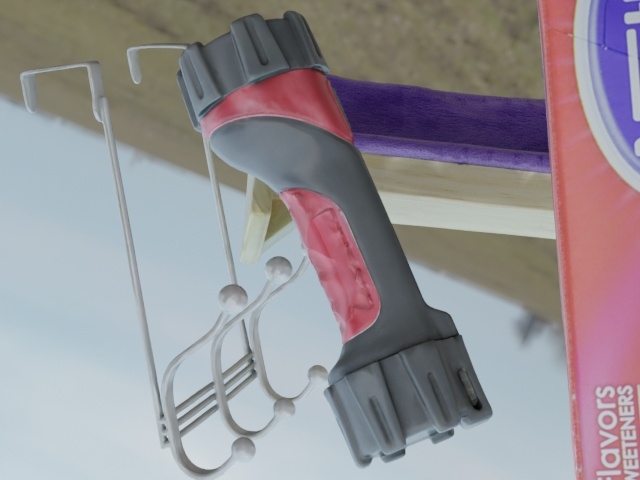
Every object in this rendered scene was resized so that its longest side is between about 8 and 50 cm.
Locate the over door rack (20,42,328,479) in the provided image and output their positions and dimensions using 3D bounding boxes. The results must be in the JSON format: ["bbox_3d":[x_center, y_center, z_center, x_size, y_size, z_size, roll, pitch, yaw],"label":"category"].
[{"bbox_3d":[-0.087,-0.005,1.382,0.108,0.324,0.239,-20,-176,17],"label":"over door rack"}]

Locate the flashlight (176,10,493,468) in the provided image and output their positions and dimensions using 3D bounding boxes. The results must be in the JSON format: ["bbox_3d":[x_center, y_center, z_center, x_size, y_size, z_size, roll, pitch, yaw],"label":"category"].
[{"bbox_3d":[0.000,0.000,1.207,0.103,0.304,0.103,-8,162,-45],"label":"flashlight"}]

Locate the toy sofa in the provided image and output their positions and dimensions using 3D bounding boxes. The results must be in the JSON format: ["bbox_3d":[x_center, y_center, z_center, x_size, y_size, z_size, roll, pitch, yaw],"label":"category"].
[{"bbox_3d":[0.114,-0.066,1.478,0.363,0.177,0.150,6,165,-4],"label":"toy sofa"}]

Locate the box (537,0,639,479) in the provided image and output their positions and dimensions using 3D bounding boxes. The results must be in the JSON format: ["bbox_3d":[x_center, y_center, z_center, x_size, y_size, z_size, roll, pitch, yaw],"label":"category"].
[{"bbox_3d":[0.114,-0.038,0.416,0.123,0.256,0.128,-5,177,11],"label":"box"}]
